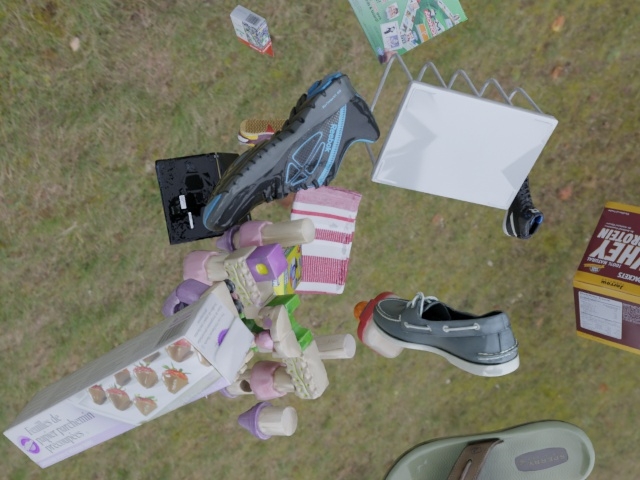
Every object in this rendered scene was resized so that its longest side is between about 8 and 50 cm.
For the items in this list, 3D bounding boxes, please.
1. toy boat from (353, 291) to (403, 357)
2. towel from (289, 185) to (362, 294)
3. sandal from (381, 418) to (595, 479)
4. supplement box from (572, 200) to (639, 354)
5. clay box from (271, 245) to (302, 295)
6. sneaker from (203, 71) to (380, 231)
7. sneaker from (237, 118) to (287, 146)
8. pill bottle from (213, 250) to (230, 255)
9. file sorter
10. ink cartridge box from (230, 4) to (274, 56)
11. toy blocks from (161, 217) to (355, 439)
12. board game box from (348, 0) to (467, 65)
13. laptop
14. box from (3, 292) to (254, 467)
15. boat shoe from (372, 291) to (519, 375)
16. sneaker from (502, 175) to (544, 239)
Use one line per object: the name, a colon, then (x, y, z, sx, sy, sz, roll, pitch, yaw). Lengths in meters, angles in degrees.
toy boat: (0.151, 0.209, 1.747, 0.151, 0.151, 0.231, -56, 143, -7)
towel: (0.000, 0.000, 1.980, 0.237, 0.037, 0.328, 6, 96, -37)
sandal: (0.213, 0.316, 0.881, 0.303, 0.086, 0.120, -22, 96, 8)
supplement box: (0.565, 0.069, 1.232, 0.191, 0.129, 0.194, -57, 143, -24)
clay box: (-0.098, 0.088, 1.760, 0.222, 0.053, 0.127, -59, 151, -66)
sneaker: (-0.048, -0.120, 1.105, 0.341, 0.125, 0.139, -43, 110, 1)
sneaker: (-0.140, -0.295, 1.881, 0.186, 0.069, 0.084, 6, 152, -14)
pill bottle: (-0.261, 0.079, 1.814, 0.087, 0.160, 0.087, -7, 106, -26)
file sorter: (0.241, -0.206, 1.227, 0.278, 0.173, 0.192, 11, 126, -16)
ink cartridge box: (-0.126, -0.382, 1.247, 0.029, 0.063, 0.115, -53, 164, -14)
toy blocks: (-0.146, 0.143, 1.061, 0.309, 0.260, 0.288, -44, 121, -54)
board game box: (0.155, -0.577, 1.460, 0.214, 0.046, 0.317, -26, 105, 12)
laptop: (-0.322, -0.123, 1.888, 0.265, 0.136, 0.234, -11, 93, -19)
box: (-0.201, 0.149, 0.667, 0.324, 0.067, 0.063, -30, 109, 32)
boat shoe: (0.199, 0.131, 1.125, 0.116, 0.319, 0.099, -18, 109, -29)
sneaker: (0.582, -0.110, 1.878, 0.079, 0.121, 0.216, -7, 104, -23)
